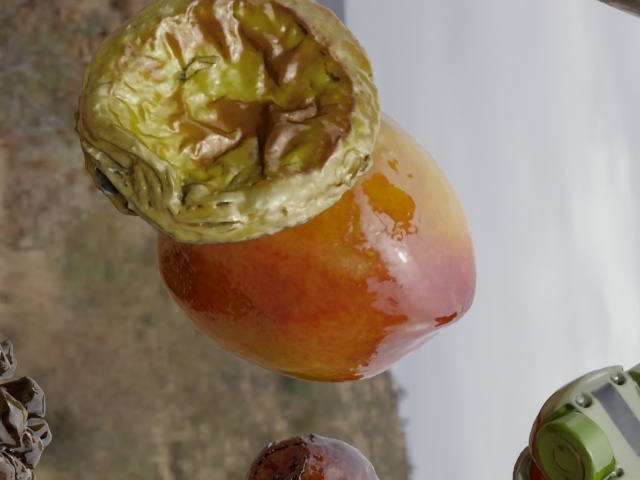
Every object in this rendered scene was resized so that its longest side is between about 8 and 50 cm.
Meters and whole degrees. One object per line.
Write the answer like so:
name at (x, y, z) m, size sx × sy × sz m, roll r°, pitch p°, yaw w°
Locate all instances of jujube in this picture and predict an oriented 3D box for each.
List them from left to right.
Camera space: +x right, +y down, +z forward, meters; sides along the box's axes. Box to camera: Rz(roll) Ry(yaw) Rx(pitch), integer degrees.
jujube at (0.005, 0.327, 1.762) m, size 0.183 × 0.183 × 0.243 m, roll -93°, pitch 160°, yaw -44°

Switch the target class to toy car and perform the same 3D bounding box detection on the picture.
toy car at (0.278, 0.250, 1.479) m, size 0.235 × 0.145 × 0.235 m, roll 33°, pitch -44°, yaw 38°

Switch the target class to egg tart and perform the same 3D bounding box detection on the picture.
egg tart at (-0.072, -0.091, 1.191) m, size 0.106 × 0.241 × 0.241 m, roll 91°, pitch -4°, yaw -61°

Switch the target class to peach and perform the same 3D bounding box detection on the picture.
peach at (-0.004, 0.000, 1.475) m, size 0.308 × 0.289 × 0.289 m, roll -124°, pitch -154°, yaw -60°

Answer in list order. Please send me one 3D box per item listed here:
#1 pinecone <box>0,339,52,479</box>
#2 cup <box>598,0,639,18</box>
pinecone at (-0.431, 0.190, 1.539) m, size 0.384 × 0.384 × 0.384 m, roll -4°, pitch 90°, yaw -89°
cup at (0.251, -0.246, 1.140) m, size 0.301 × 0.257 × 0.227 m, roll -98°, pitch -158°, yaw -46°
